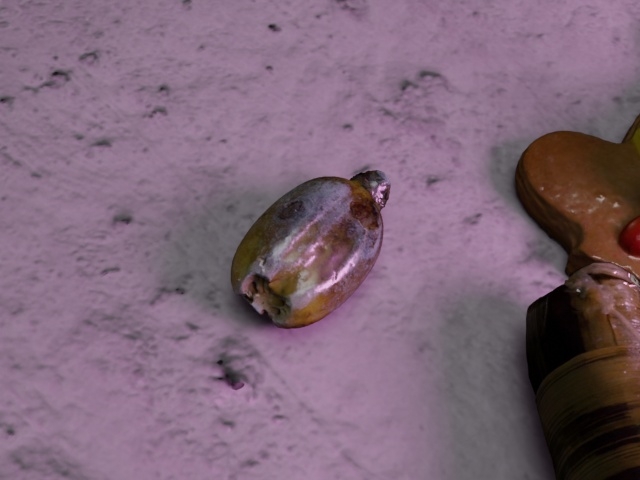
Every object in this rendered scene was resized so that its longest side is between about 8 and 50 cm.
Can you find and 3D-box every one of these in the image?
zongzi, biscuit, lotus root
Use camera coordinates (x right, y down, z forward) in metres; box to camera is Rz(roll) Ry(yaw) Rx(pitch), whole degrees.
[{"bbox_3d":[0.331,0.161,0.985,0.288,0.134,0.286,5,52,-17],"label":"zongzi"},{"bbox_3d":[0.430,-0.054,1.152,0.394,0.076,0.368,-37,66,-25],"label":"biscuit"},{"bbox_3d":[0.000,0.000,1.074,0.113,0.088,0.192,42,62,3],"label":"lotus root"}]
